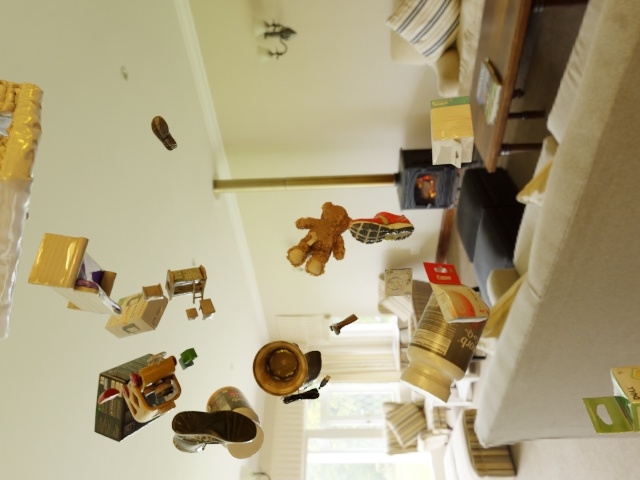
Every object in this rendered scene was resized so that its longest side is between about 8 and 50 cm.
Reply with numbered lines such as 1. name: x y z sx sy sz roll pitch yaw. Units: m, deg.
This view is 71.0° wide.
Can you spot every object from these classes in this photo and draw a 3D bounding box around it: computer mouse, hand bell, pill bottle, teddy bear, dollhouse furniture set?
1. computer mouse: -0.022 0.507 1.633 0.060 0.184 0.261 49 124 44
2. hand bell: -0.082 0.288 1.122 0.242 0.126 0.126 9 -100 -86
3. pill bottle: -0.316 0.669 1.659 0.278 0.162 0.162 18 113 61
4. pill bottle: 0.427 0.359 1.559 0.362 0.210 0.210 -61 -12 -15
5. teddy bear: 0.000 0.000 1.841 0.113 0.245 0.337 90 -168 -57
6. dollhouse furniture set: -0.434 0.171 1.381 0.160 0.182 0.101 57 140 33

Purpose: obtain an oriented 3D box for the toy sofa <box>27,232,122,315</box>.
1. toy sofa: -0.705 0.115 1.358 0.362 0.177 0.150 118 160 -67

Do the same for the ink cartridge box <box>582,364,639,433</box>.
1. ink cartridge box: 0.566 0.264 0.758 0.109 0.210 0.062 -43 -62 -67

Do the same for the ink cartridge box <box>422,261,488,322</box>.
1. ink cartridge box: 0.364 0.132 1.208 0.045 0.146 0.179 -40 55 42

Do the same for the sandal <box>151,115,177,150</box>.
1. sandal: -0.700 -0.479 2.000 0.049 0.072 0.180 55 171 38

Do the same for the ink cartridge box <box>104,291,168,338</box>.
1. ink cartridge box: -0.744 0.297 1.823 0.093 0.213 0.154 56 -150 -37

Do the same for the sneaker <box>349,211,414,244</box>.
1. sneaker: 0.223 -0.058 1.722 0.107 0.279 0.118 -65 35 39

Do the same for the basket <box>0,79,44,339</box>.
1. basket: -0.599 -0.066 0.688 0.331 0.267 0.328 -62 38 29

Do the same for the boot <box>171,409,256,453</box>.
1. boot: -0.316 0.563 1.307 0.178 0.237 0.085 115 161 -46

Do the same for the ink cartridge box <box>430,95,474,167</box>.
1. ink cartridge box: 0.305 -0.249 1.046 0.092 0.090 0.143 65 -154 -57

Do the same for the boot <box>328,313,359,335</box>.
1. boot: 0.095 0.301 1.623 0.106 0.114 0.037 -174 64 -74

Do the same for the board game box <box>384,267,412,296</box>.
1. board game box: 0.253 0.136 1.455 0.020 0.090 0.089 -128 37 -77

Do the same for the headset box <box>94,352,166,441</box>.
1. headset box: -0.738 0.615 1.801 0.283 0.131 0.246 -10 -71 -68

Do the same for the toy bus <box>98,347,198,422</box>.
1. toy bus: -0.365 0.336 1.002 0.104 0.191 0.202 58 -177 13
